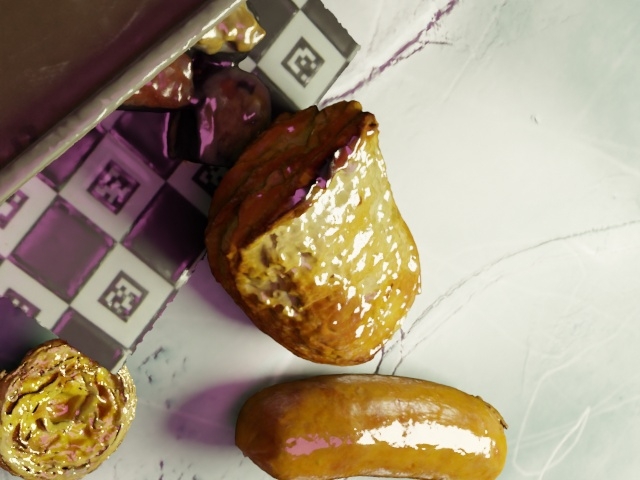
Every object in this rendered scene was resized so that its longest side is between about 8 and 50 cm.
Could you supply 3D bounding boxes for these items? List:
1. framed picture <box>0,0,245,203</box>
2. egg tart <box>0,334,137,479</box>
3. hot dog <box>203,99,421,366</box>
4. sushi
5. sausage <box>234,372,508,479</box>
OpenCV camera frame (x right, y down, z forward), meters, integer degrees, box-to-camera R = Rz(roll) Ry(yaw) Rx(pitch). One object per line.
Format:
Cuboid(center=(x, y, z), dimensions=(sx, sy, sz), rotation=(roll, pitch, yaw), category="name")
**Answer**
Cuboid(center=(-0.224, -0.224, 0.666), dimensions=(0.446, 0.028, 0.326), rotation=(-42, 99, -13), category="framed picture")
Cuboid(center=(-0.213, 0.136, 0.829), dimensions=(0.129, 0.049, 0.128), rotation=(-9, 108, -29), category="egg tart")
Cuboid(center=(-0.003, -0.003, 0.852), dimensions=(0.175, 0.114, 0.259), rotation=(-47, 146, -20), category="hot dog")
Cuboid(center=(-0.157, -0.125, 0.747), dimensions=(0.343, 0.064, 0.359), rotation=(43, 77, -30), category="sushi")
Cuboid(center=(0.051, 0.178, 0.946), dimensions=(0.270, 0.109, 0.109), rotation=(8, 101, -29), category="sausage")
